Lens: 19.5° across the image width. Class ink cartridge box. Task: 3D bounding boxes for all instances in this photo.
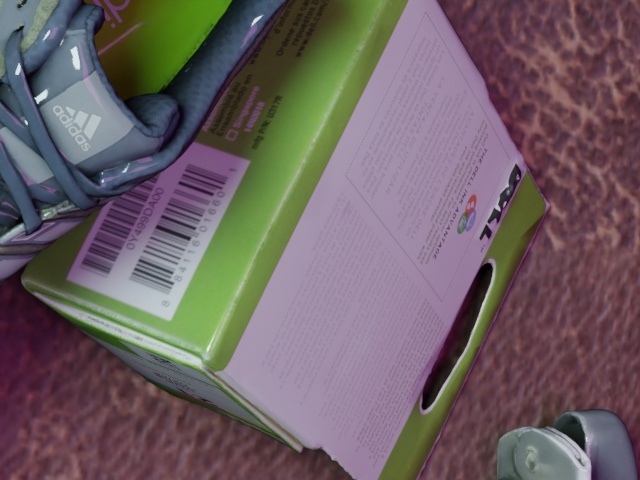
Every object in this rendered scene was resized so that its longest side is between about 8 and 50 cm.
[{"bbox_3d":[0.000,0.000,0.843,0.189,0.097,0.255,-64,153,-13],"label":"ink cartridge box"}]

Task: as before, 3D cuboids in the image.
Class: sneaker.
[{"bbox_3d":[-0.117,-0.034,0.616,0.300,0.121,0.111,-50,116,-19],"label":"sneaker"}]

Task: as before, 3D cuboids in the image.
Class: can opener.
[{"bbox_3d":[0.129,0.228,0.931,0.095,0.076,0.283,-5,96,-30],"label":"can opener"}]
